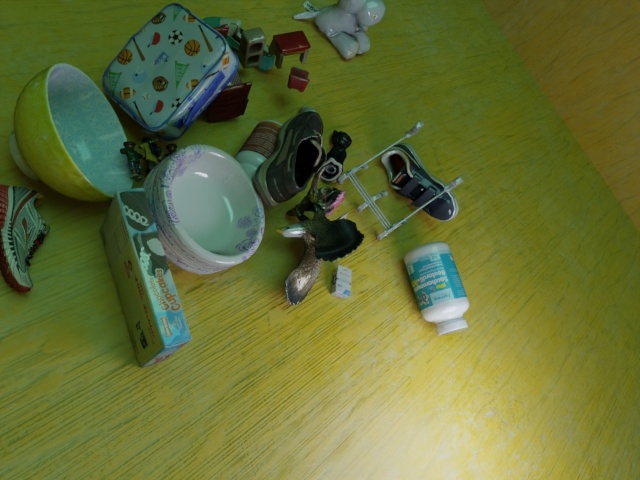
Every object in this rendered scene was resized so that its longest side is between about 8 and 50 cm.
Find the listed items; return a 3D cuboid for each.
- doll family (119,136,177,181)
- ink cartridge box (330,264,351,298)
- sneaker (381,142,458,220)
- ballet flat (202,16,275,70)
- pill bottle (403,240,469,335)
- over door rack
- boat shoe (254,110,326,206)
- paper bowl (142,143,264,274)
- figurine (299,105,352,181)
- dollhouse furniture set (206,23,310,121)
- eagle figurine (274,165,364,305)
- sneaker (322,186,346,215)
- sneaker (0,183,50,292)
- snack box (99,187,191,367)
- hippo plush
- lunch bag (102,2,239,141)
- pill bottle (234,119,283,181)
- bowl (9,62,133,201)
[{"bbox_3d":[-0.392,-0.191,1.168,0.193,0.076,0.111,33,38,-75],"label":"doll family"},{"bbox_3d":[0.058,0.115,1.362,0.048,0.028,0.083,22,56,-24],"label":"ink cartridge box"},{"bbox_3d":[0.320,-0.184,1.638,0.127,0.126,0.321,-24,71,-45],"label":"sneaker"},{"bbox_3d":[-0.242,-0.628,1.506,0.247,0.087,0.083,32,53,-17],"label":"ballet flat"},{"bbox_3d":[0.356,0.146,1.473,0.146,0.146,0.264,-3,68,-35],"label":"pill bottle"},{"bbox_3d":[0.245,-0.181,1.533,0.324,0.108,0.240,-35,87,-6],"label":"over door rack"},{"bbox_3d":[-0.044,-0.219,1.270,0.132,0.130,0.355,59,37,-37],"label":"boat shoe"},{"bbox_3d":[-0.276,-0.063,1.122,0.284,0.148,0.284,26,54,-42],"label":"paper bowl"},{"bbox_3d":[-0.003,-0.316,1.519,0.215,0.092,0.209,36,44,-13],"label":"figurine"},{"bbox_3d":[-0.174,-0.493,1.377,0.374,0.152,0.201,-20,78,-22],"label":"dollhouse furniture set"},{"bbox_3d":[-0.011,0.002,1.262,0.225,0.226,0.298,-17,54,-3],"label":"eagle figurine"},{"bbox_3d":[0.027,-0.120,1.462,0.057,0.047,0.119,32,48,11],"label":"sneaker"},{"bbox_3d":[-0.576,-0.009,0.953,0.092,0.088,0.225,0,67,-36],"label":"sneaker"},{"bbox_3d":[-0.362,0.079,0.988,0.060,0.187,0.322,-11,74,-38],"label":"snack box"},{"bbox_3d":[0.111,-0.841,1.761,0.294,0.236,0.234,36,52,-14],"label":"hippo plush"},{"bbox_3d":[-0.359,-0.397,1.185,0.243,0.115,0.303,40,91,10],"label":"lunch bag"},{"bbox_3d":[-0.164,-0.218,1.323,0.121,0.121,0.216,35,51,-14],"label":"pill bottle"},{"bbox_3d":[-0.535,-0.200,1.015,0.156,0.289,0.290,-18,73,5],"label":"bowl"}]
